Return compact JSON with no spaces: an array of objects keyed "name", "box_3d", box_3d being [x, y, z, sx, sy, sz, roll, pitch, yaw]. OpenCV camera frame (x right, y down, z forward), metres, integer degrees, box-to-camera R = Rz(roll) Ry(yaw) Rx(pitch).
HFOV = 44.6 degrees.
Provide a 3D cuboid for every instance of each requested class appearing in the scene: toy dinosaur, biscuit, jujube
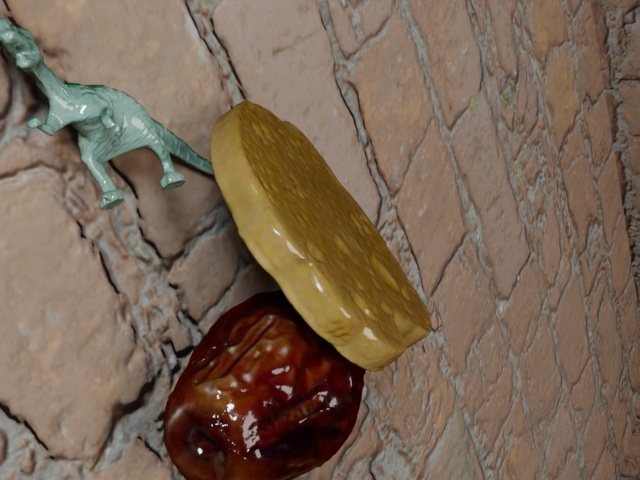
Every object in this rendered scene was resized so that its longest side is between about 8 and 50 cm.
[{"name":"toy dinosaur","box_3d":[-0.169,-0.075,0.771,0.383,0.076,0.129,38,39,-57]},{"name":"biscuit","box_3d":[0.000,0.000,0.872,0.351,0.057,0.312,51,19,-9]},{"name":"jujube","box_3d":[-0.053,0.159,0.857,0.290,0.197,0.197,-32,119,-61]}]
